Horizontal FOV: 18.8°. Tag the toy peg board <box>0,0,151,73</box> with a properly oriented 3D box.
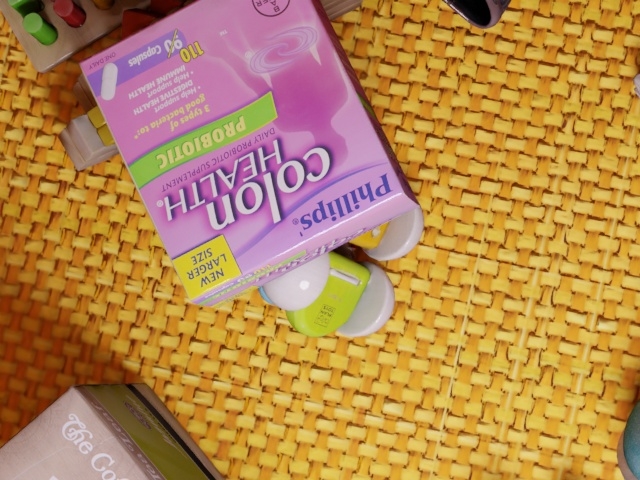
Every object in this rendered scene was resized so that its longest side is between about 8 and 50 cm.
[{"bbox_3d":[-0.261,-0.281,1.945,0.160,0.079,0.161,-31,83,2],"label":"toy peg board"}]

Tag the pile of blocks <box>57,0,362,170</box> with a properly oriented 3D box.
[{"bbox_3d":[-0.117,-0.212,1.890,0.362,0.149,0.113,-33,82,2],"label":"pile of blocks"}]

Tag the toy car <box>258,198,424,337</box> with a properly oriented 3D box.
[{"bbox_3d":[0.000,0.000,1.876,0.136,0.159,0.182,19,87,41],"label":"toy car"}]

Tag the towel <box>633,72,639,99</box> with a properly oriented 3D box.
[{"bbox_3d":[0.462,-0.151,1.879,0.282,0.049,0.187,-28,84,2],"label":"towel"}]

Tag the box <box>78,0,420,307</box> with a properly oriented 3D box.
[{"bbox_3d":[-0.062,-0.094,1.739,0.213,0.117,0.243,-26,82,7],"label":"box"}]

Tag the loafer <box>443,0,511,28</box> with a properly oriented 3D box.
[{"bbox_3d":[0.083,-0.310,1.826,0.302,0.109,0.095,32,61,-32],"label":"loafer"}]

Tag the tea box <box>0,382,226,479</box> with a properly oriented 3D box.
[{"bbox_3d":[-0.167,0.319,1.762,0.220,0.323,0.329,-40,82,1],"label":"tea box"}]

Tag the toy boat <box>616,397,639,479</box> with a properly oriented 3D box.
[{"bbox_3d":[0.422,0.148,1.780,0.318,0.267,0.148,-29,114,-21],"label":"toy boat"}]
